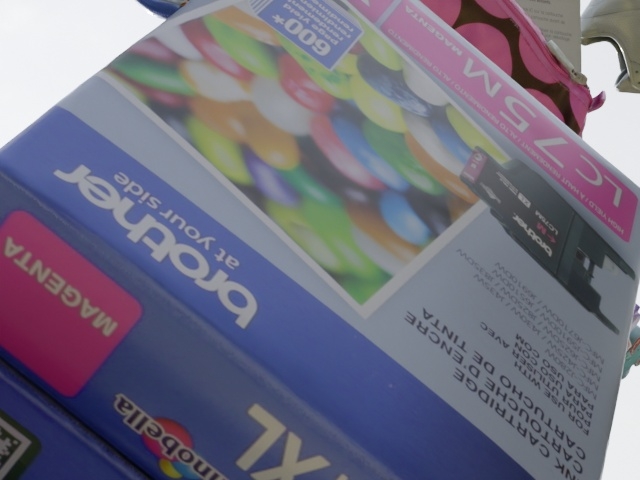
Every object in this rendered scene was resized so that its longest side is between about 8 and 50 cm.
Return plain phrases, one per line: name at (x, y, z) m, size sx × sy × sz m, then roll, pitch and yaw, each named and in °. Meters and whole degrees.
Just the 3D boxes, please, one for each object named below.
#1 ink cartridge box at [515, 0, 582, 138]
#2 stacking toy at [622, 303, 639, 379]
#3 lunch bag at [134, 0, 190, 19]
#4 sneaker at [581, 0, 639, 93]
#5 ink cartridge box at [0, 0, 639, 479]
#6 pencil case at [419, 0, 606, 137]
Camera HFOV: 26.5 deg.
ink cartridge box at (0.112, -0.134, 1.019) m, size 0.165 × 0.333 × 0.065 m, roll 7°, pitch -15°, yaw -16°
stacking toy at (0.257, 0.078, 1.149) m, size 0.052 × 0.167 × 0.221 m, roll -45°, pitch -29°, yaw -5°
lunch bag at (-0.055, -0.277, 0.753) m, size 0.243 × 0.303 × 0.115 m, roll -33°, pitch -28°, yaw 2°
sneaker at (0.399, -0.191, 1.533) m, size 0.262 × 0.099 × 0.121 m, roll 41°, pitch -89°, yaw 1°
ink cartridge box at (0.007, 0.010, 0.420) m, size 0.186 × 0.311 × 0.065 m, roll 39°, pitch -57°, yaw -3°
pencil case at (0.081, -0.132, 0.839) m, size 0.098 × 0.095 × 0.209 m, roll -31°, pitch -64°, yaw 31°
